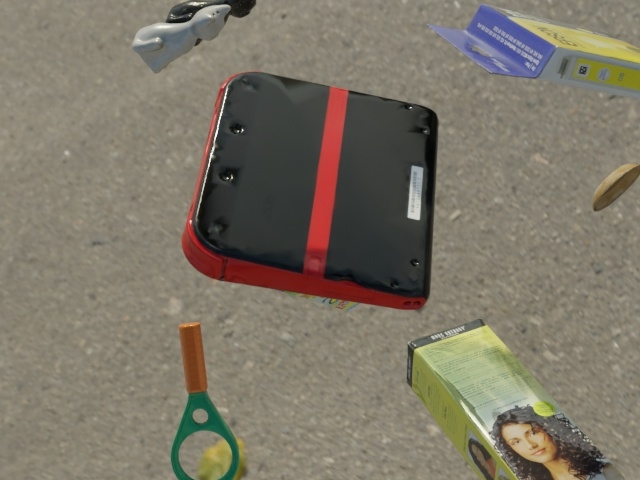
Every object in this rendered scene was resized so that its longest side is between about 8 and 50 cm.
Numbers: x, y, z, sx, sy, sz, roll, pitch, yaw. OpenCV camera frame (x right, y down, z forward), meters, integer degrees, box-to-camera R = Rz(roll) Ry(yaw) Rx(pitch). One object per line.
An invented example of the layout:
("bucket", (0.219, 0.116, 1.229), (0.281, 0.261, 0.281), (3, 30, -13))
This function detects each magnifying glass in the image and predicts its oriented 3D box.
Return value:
("magnifying glass", (-0.161, 0.225, 1.459), (0.092, 0.026, 0.231), (-6, 97, 0))

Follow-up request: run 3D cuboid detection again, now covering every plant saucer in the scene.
("plant saucer", (0.370, -0.070, 1.375), (0.083, 0.083, 0.015), (-42, 69, 4))

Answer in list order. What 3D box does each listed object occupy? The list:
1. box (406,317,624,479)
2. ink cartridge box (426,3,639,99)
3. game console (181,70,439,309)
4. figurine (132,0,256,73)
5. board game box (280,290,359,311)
("box", (0.168, 0.168, 0.990), (0.087, 0.058, 0.232), (-16, 38, -20))
("ink cartridge box", (0.356, -0.298, 1.687), (0.303, 0.307, 0.072), (-119, 42, -62))
("game console", (-0.004, -0.081, 1.566), (0.342, 0.060, 0.386), (12, 50, -5))
("figurine", (-0.233, -0.425, 2.124), (0.209, 0.092, 0.215), (-18, 21, 34))
("board game box", (0.000, 0.000, 1.737), (0.144, 0.275, 0.142), (-35, 62, 22))
